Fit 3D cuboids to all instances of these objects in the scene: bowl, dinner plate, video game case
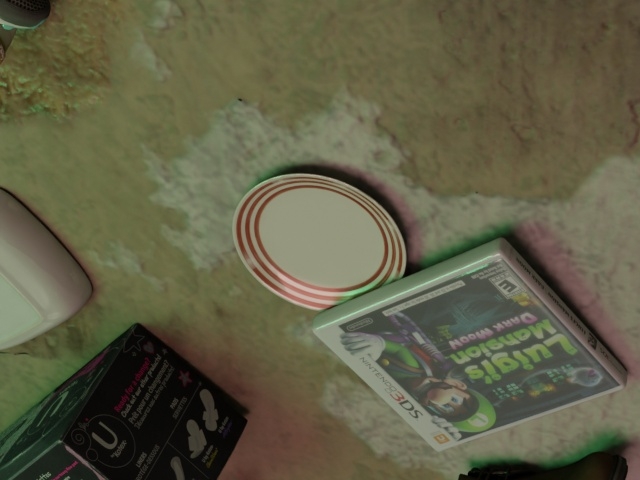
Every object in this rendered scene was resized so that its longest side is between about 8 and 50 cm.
[{"bbox_3d":[-0.282,0.035,1.422,0.142,0.053,0.142,-24,118,33],"label":"bowl"},{"bbox_3d":[0.000,0.000,1.312,0.141,0.017,0.141,11,132,12],"label":"dinner plate"},{"bbox_3d":[0.118,0.089,1.330,0.190,0.022,0.173,-25,124,34],"label":"video game case"}]

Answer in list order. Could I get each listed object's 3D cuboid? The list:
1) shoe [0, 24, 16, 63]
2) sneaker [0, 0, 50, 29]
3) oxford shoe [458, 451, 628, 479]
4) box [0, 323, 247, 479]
[{"bbox_3d":[-0.327,-0.179,1.259,0.219,0.058,0.076,15,153,13],"label":"shoe"},{"bbox_3d":[-0.240,-0.222,1.182,0.076,0.065,0.166,-24,119,30],"label":"sneaker"},{"bbox_3d":[0.163,0.229,1.407,0.096,0.083,0.227,42,129,-11],"label":"oxford shoe"},{"bbox_3d":[-0.211,0.214,1.474,0.142,0.163,0.247,43,130,-13],"label":"box"}]
